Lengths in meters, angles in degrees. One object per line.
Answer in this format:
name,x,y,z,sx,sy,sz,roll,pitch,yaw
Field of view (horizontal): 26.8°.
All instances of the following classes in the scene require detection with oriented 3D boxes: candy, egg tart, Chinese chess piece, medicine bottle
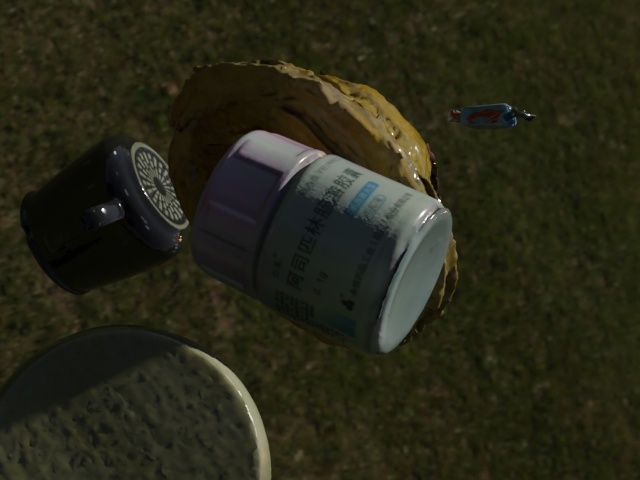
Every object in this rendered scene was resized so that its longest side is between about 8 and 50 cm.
candy,0.142,-0.105,1.136,0.030,0.083,0.020,21,75,-48
egg tart,0.004,-0.049,1.318,0.150,0.352,0.352,-42,111,-32
Chinese chess piece,-0.167,0.196,1.136,0.101,0.250,0.250,106,-16,-73
medicine bottle,0.000,0.000,1.041,0.135,0.168,0.135,-53,157,-33

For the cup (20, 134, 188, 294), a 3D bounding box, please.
cup,-0.273,-0.026,1.637,0.169,0.176,0.223,64,17,-2
